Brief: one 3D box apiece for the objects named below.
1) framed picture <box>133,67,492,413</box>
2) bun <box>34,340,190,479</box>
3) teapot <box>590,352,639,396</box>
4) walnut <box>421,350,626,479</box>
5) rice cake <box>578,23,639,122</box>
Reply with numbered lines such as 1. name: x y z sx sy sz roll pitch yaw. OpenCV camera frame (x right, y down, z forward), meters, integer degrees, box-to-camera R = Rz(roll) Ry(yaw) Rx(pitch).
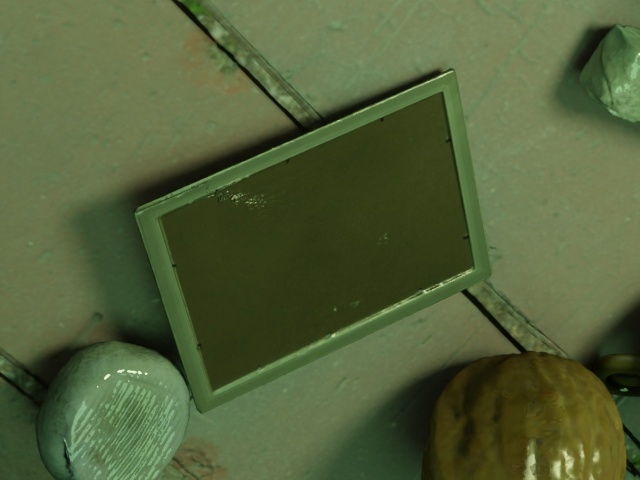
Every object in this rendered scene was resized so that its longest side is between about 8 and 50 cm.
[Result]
1. framed picture: 0.000 0.000 1.654 0.296 0.019 0.232 -24 129 -13
2. bun: -0.182 0.148 1.670 0.141 0.083 0.141 -17 120 -32
3. teapot: 0.386 0.135 1.827 0.267 0.186 0.175 4 160 13
4. walnut: 0.181 0.199 1.764 0.213 0.213 0.213 -10 126 -14
5. rice cake: 0.313 -0.123 1.674 0.206 0.063 0.069 20 117 -30
